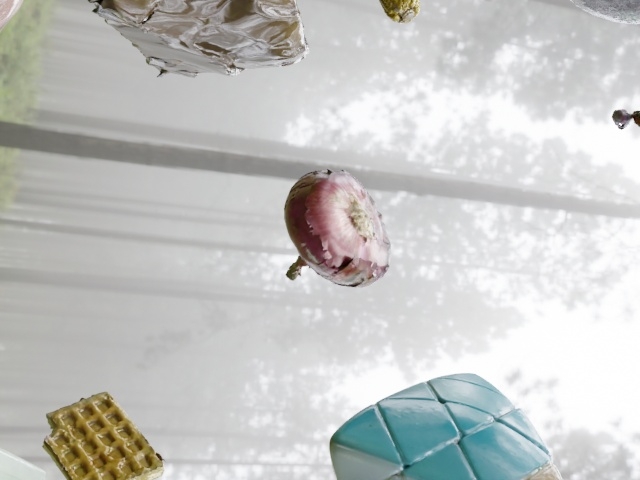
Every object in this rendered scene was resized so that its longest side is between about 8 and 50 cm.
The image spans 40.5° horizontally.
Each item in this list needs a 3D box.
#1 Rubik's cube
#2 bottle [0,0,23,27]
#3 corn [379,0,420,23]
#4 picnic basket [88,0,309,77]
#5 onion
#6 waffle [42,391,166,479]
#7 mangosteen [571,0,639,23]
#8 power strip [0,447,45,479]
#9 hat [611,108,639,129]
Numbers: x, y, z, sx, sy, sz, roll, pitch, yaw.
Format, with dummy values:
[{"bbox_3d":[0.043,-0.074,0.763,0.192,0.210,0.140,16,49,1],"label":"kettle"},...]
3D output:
[{"bbox_3d":[0.128,0.234,0.860,0.254,0.254,0.254,-174,-90,-70],"label":"Rubik's cube"},{"bbox_3d":[-0.516,-0.363,1.223,0.297,0.206,0.173,-1,-52,58],"label":"bottle"},{"bbox_3d":[0.066,-0.249,0.831,0.037,0.037,0.092,-57,-134,52],"label":"corn"},{"bbox_3d":[-0.031,-0.304,0.643,0.293,0.337,0.337,20,76,-89],"label":"picnic basket"},{"bbox_3d":[0.000,0.000,1.009,0.140,0.150,0.150,-31,-129,34],"label":"onion"},{"bbox_3d":[-0.224,0.206,0.869,0.135,0.092,0.021,33,-49,42],"label":"waffle"},{"bbox_3d":[0.413,-0.409,1.070,0.288,0.288,0.288,-174,-90,-70],"label":"mangosteen"},{"bbox_3d":[-0.128,0.083,0.306,0.090,0.040,0.016,91,-4,-66],"label":"power strip"},{"bbox_3d":[0.608,-0.199,1.494,0.227,0.140,0.129,28,-41,48],"label":"hat"}]
